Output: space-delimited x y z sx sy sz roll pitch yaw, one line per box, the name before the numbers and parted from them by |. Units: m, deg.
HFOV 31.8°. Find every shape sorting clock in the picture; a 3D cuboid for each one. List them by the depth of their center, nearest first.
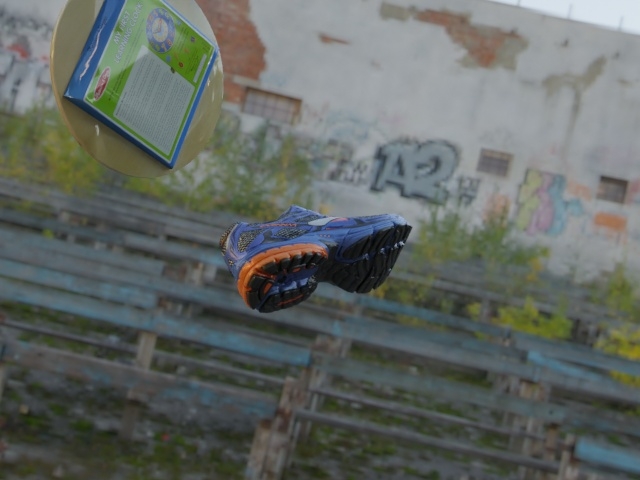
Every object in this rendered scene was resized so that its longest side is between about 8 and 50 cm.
shape sorting clock | -0.177 -0.164 1.102 0.040 0.206 0.206 2 -11 40

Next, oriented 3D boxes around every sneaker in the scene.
sneaker | 0.000 0.000 1.048 0.221 0.083 0.087 -7 43 -44
